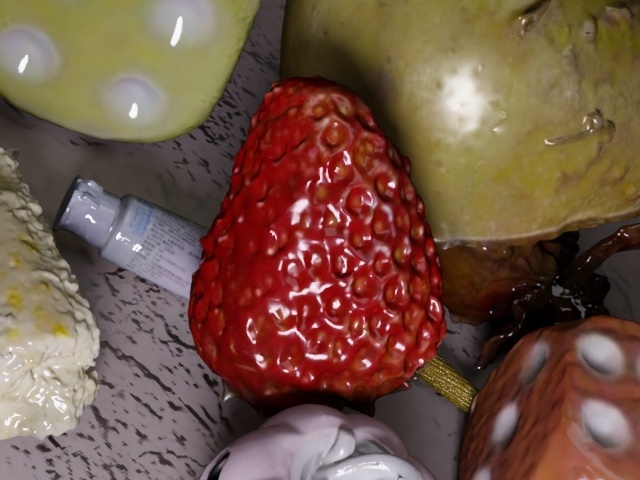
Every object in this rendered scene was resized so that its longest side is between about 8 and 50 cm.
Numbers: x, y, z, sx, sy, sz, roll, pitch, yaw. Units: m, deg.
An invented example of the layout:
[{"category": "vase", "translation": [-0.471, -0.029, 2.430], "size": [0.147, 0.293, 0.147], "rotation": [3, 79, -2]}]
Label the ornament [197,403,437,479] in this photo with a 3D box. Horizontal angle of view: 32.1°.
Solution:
[{"category": "ornament", "translation": [0.000, 0.195, 0.732], "size": [0.177, 0.177, 0.177], "rotation": [17, 44, -16]}]

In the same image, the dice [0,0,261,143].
[{"category": "dice", "translation": [-0.176, -0.244, 0.991], "size": [0.233, 0.238, 0.226], "rotation": [17, 43, -15]}]

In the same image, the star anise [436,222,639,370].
[{"category": "star anise", "translation": [0.226, 0.014, 1.045], "size": [0.346, 0.148, 0.237], "rotation": [-8, 52, -15]}]

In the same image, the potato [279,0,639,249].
[{"category": "potato", "translation": [0.157, -0.216, 1.010], "size": [0.385, 0.319, 0.442], "rotation": [7, 32, 8]}]

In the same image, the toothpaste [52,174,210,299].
[{"category": "toothpaste", "translation": [-0.105, 0.017, 0.928], "size": [0.234, 0.057, 0.089], "rotation": [25, 44, -18]}]

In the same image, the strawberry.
[{"category": "strawberry", "translation": [0.000, 0.000, 0.815], "size": [0.205, 0.244, 0.205], "rotation": [0, 22, 0]}]

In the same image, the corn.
[{"category": "corn", "translation": [0.111, 0.123, 0.966], "size": [0.083, 0.027, 0.028], "rotation": [38, 21, 6]}]

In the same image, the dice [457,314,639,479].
[{"category": "dice", "translation": [0.220, 0.177, 0.861], "size": [0.175, 0.179, 0.174], "rotation": [24, 46, -11]}]

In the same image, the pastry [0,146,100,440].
[{"category": "pastry", "translation": [-0.245, 0.027, 0.810], "size": [0.121, 0.089, 0.258], "rotation": [-14, 55, -24]}]
